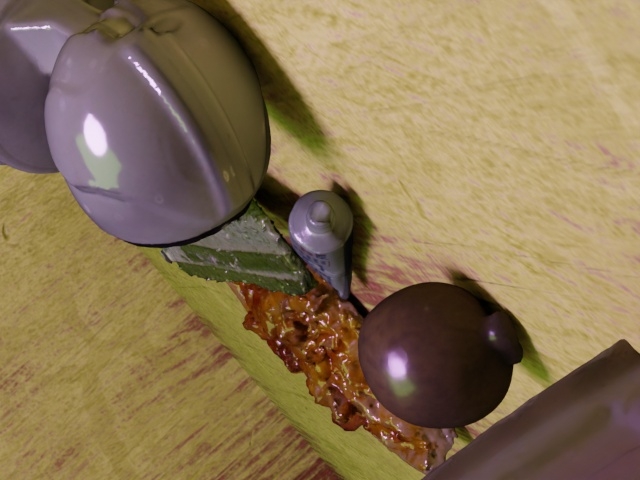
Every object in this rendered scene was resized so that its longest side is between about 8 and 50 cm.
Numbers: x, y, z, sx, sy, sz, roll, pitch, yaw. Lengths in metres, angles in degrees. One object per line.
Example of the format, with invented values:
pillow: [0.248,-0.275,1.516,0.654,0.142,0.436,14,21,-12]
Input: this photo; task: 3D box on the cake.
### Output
cake: [-0.063,-0.023,1.677,0.100,0.099,0.235,54,158,-25]

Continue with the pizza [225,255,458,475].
pizza: [-0.001,0.093,1.803,0.335,0.086,0.226,45,172,28]

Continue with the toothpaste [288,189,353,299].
toothpaste: [0.001,0.001,1.504,0.069,0.047,0.268,28,172,4]

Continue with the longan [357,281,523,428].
longan: [0.085,0.077,1.296,0.119,0.106,0.106,-18,122,34]

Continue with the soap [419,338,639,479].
soap: [0.164,0.283,0.889,0.213,0.350,0.435,63,172,-30]

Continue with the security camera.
security camera: [-0.151,-0.108,1.365,0.277,0.197,0.191,29,148,39]
